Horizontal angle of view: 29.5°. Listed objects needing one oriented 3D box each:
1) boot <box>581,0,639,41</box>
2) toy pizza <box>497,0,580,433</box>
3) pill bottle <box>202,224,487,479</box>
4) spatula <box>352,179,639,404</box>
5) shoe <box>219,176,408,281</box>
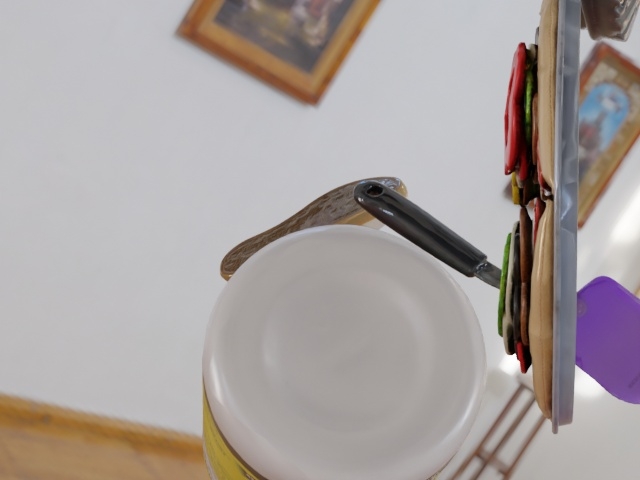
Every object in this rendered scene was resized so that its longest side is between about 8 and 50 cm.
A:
[{"bbox_3d":[-0.003,-0.304,0.808,0.445,0.146,0.367,12,-28,24],"label":"boot"},{"bbox_3d":[0.099,-0.015,0.545,0.032,0.201,0.201,1,3,11],"label":"toy pizza"},{"bbox_3d":[0.004,0.136,0.925,0.188,0.188,0.334,34,-22,10],"label":"pill bottle"},{"bbox_3d":[0.140,0.027,0.925,0.296,0.084,0.030,31,-34,29],"label":"spatula"},{"bbox_3d":[0.000,0.000,1.241,0.058,0.219,0.076,53,25,-27],"label":"shoe"}]
